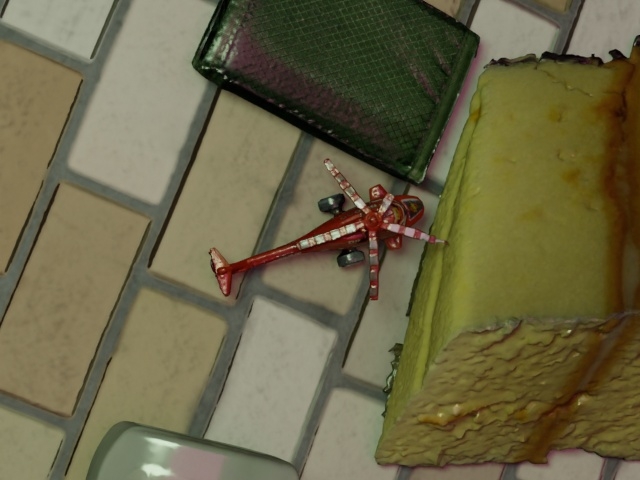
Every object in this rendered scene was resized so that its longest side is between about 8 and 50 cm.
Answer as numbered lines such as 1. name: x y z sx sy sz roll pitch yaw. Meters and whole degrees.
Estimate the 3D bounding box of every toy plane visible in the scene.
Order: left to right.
1. toy plane: 0.004 0.007 1.411 0.194 0.077 0.126 -39 93 -8

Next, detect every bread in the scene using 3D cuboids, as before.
1. bread: 0.243 0.004 1.514 0.345 0.242 0.405 10 52 -14

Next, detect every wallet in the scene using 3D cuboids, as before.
1. wallet: 0.018 -0.168 1.430 0.236 0.055 0.160 27 83 -19

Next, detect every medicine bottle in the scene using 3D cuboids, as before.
1. medicine bottle: -0.135 0.325 1.330 0.179 0.124 0.324 15 82 -17
